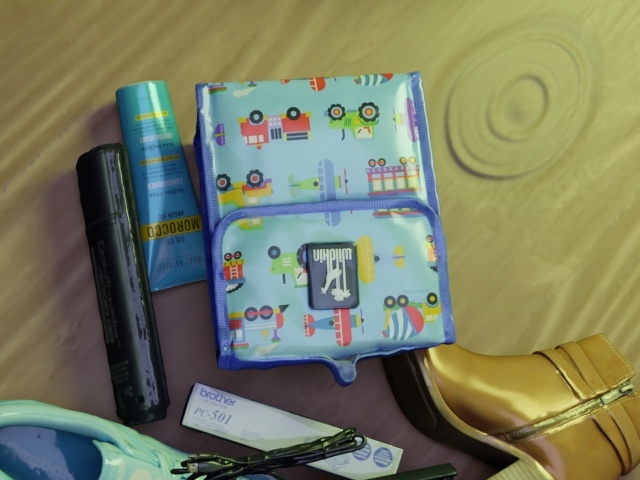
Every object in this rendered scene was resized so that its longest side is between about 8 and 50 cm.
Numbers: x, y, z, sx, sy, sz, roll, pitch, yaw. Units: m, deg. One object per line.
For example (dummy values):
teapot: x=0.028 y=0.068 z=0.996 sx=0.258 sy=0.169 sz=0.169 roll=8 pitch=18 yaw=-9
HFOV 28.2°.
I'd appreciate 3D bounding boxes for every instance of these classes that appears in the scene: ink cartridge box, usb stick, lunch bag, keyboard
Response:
ink cartridge box: x=-0.032 y=0.190 z=1.234 sx=0.207 sy=0.097 sz=0.046 roll=18 pitch=80 yaw=-5
usb stick: x=-0.194 y=0.041 z=1.248 sx=0.045 sy=0.077 sz=0.278 roll=-5 pitch=81 yaw=-36
lunch bag: x=0.000 y=0.000 z=1.223 sx=0.221 sy=0.138 sz=0.293 roll=-5 pitch=69 yaw=-8
keyboard: x=-0.029 y=0.246 z=1.152 sx=0.317 sy=0.033 sz=0.201 roll=-9 pitch=126 yaw=-13

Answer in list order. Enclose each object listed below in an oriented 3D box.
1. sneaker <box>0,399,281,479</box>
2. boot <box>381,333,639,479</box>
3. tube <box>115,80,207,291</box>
sneaker: x=-0.170 y=0.243 z=1.178 sx=0.366 sy=0.150 sz=0.135 roll=16 pitch=80 yaw=-5
boot: x=0.202 y=0.140 z=1.277 sx=0.220 sy=0.109 sz=0.283 roll=-29 pitch=75 yaw=-19
tube: x=-0.160 y=-0.055 z=1.284 sx=0.080 sy=0.052 sz=0.207 roll=-12 pitch=87 yaw=-15
